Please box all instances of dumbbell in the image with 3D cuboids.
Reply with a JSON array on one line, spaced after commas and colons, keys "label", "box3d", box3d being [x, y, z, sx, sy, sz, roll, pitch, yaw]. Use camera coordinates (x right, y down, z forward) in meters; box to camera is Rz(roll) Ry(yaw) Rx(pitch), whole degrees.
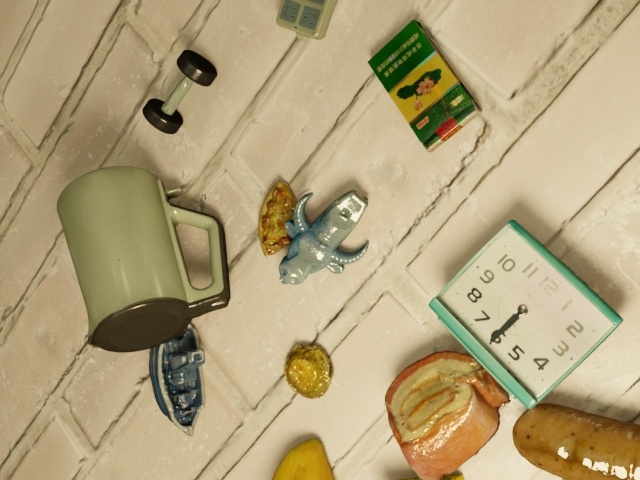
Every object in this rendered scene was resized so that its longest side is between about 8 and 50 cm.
[{"label": "dumbbell", "box3d": [-0.337, -0.354, 1.752, 0.191, 0.100, 0.100, -47, 69, 22]}]

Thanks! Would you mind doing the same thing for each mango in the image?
[{"label": "mango", "box3d": [-0.035, 0.587, 1.568, 0.176, 0.119, 0.317, 0, 75, 4]}]

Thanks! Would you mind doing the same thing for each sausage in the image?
[{"label": "sausage", "box3d": [0.568, 0.367, 1.213, 0.500, 0.123, 0.136, 2, 64, 31]}]

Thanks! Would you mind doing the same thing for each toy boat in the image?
[{"label": "toy boat", "box3d": [-0.331, 0.310, 1.747, 0.142, 0.129, 0.309, -14, 80, 45]}]

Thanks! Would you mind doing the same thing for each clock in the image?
[{"label": "clock", "box3d": [0.368, 0.133, 1.328, 0.231, 0.116, 0.262, -48, 67, 10]}]

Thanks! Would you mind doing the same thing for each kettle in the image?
[{"label": "kettle", "box3d": [-0.396, 0.033, 1.704, 0.361, 0.250, 0.377, -16, 61, -13]}]

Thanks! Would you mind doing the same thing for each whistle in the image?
[{"label": "whistle", "box3d": [0.000, 0.000, 1.563, 0.180, 0.093, 0.269, 40, 113, -2]}]

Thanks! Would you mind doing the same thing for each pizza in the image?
[{"label": "pizza", "box3d": [-0.085, -0.048, 1.638, 0.134, 0.046, 0.175, 4, 93, 31]}]

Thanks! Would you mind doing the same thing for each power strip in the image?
[{"label": "power strip", "box3d": [-0.006, -0.567, 1.577, 0.118, 0.046, 0.271, 27, 104, 28]}]

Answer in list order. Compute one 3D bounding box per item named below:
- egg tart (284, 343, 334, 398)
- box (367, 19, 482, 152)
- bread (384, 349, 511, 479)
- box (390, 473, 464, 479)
[{"label": "egg tart", "box3d": [-0.033, 0.288, 1.614, 0.130, 0.052, 0.131, 2, 94, 34]}, {"label": "box", "box3d": [0.204, -0.308, 1.463, 0.132, 0.034, 0.235, -39, 72, 25]}, {"label": "bread", "box3d": [0.238, 0.315, 1.392, 0.244, 0.123, 0.190, -43, 40, 14]}, {"label": "box", "box3d": [0.210, 0.601, 1.424, 0.168, 0.097, 0.265, -12, 78, 26]}]
